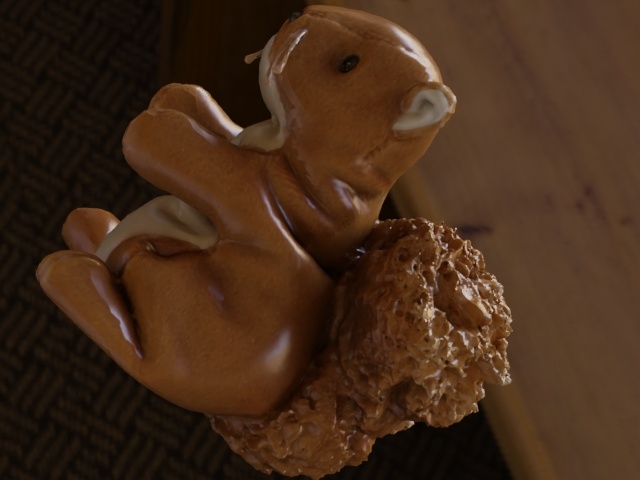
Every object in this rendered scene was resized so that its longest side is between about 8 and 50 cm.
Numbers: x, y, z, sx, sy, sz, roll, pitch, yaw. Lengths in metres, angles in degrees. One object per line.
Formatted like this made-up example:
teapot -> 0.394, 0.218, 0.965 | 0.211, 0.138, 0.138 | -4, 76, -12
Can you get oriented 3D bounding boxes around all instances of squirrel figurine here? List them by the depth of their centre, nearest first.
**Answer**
squirrel figurine -> 0.000, 0.000, 1.394 | 0.370, 0.281, 0.397 | -44, 92, 3
